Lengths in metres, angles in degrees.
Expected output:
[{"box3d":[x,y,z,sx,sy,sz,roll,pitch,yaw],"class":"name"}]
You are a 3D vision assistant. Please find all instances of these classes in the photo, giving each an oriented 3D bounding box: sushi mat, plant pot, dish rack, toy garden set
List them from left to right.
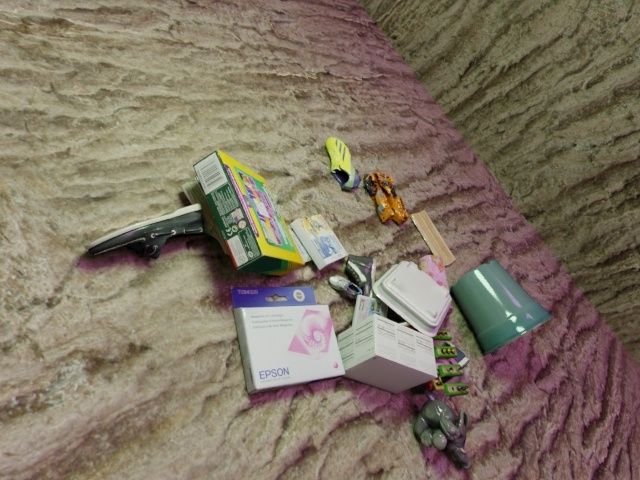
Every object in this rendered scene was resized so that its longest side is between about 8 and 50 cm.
[{"box3d":[0.376,0.200,1.564,0.286,0.072,0.333,39,29,14],"class":"dish rack"},{"box3d":[0.579,-0.013,2.074,0.151,0.019,0.316,-15,72,-46],"class":"sushi mat"},{"box3d":[0.441,0.432,1.457,0.204,0.049,0.244,11,55,-33],"class":"toy garden set"},{"box3d":[0.790,0.291,1.828,0.341,0.341,0.334,-8,58,-43],"class":"plant pot"}]

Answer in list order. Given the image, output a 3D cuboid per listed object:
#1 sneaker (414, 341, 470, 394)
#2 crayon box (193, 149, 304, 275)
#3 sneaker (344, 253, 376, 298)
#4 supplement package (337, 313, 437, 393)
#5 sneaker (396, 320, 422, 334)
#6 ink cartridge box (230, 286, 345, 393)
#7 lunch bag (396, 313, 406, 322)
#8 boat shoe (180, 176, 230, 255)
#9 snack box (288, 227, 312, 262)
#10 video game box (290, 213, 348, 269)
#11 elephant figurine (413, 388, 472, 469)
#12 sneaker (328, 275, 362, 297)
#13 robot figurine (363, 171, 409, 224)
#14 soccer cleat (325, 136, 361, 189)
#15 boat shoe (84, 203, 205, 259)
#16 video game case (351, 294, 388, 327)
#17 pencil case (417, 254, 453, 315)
[{"box3d":[0.443,0.486,1.559,0.319,0.112,0.131,-7,45,-43],"class":"sneaker"},{"box3d":[-0.219,-0.071,1.293,0.362,0.106,0.313,64,13,16],"class":"crayon box"},{"box3d":[0.144,0.161,1.562,0.118,0.083,0.221,13,60,-6],"class":"sneaker"},{"box3d":[0.217,0.387,1.349,0.262,0.204,0.145,26,45,-23],"class":"supplement package"},{"box3d":[0.334,0.374,1.506,0.279,0.107,0.118,27,54,-41],"class":"sneaker"},{"box3d":[-0.100,0.284,1.263,0.324,0.071,0.329,4,60,-37],"class":"ink cartridge box"},{"box3d":[0.358,0.298,1.644,0.071,0.053,0.083,52,33,1],"class":"lunch bag"},{"box3d":[-0.351,-0.070,1.304,0.094,0.109,0.302,-27,78,-9],"class":"boat shoe"},{"box3d":[-0.099,0.027,1.470,0.100,0.037,0.141,-21,75,-48],"class":"snack box"},{"box3d":[0.000,0.000,1.538,0.205,0.048,0.187,57,27,8],"class":"video game box"},{"box3d":[0.446,0.659,1.406,0.239,0.186,0.169,30,1,-34],"class":"elephant figurine"},{"box3d":[0.094,0.164,1.487,0.135,0.058,0.052,24,76,6],"class":"sneaker"},{"box3d":[0.320,-0.218,1.960,0.211,0.085,0.290,4,59,-39],"class":"robot figurine"},{"box3d":[0.087,-0.364,1.869,0.121,0.093,0.289,-13,69,-37],"class":"soccer cleat"},{"box3d":[-0.469,-0.006,1.132,0.340,0.127,0.113,-31,105,-50],"class":"boat shoe"},{"box3d":[0.181,0.290,1.477,0.143,0.019,0.157,17,78,-30],"class":"video game case"},{"box3d":[0.508,0.205,1.792,0.124,0.124,0.284,19,51,-29],"class":"pencil case"}]
